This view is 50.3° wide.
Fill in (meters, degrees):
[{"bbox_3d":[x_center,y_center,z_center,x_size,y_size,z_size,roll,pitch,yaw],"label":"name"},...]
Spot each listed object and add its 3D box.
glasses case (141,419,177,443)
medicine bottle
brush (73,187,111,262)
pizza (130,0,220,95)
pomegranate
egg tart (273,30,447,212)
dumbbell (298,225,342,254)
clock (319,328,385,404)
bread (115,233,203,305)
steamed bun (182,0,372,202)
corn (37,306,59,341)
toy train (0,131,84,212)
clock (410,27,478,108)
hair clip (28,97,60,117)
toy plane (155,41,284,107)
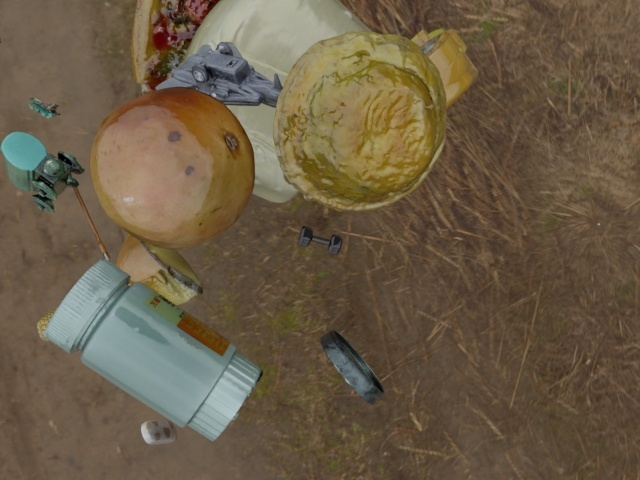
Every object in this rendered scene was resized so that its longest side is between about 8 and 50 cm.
[{"bbox_3d":[-0.454,0.540,1.921,0.041,0.164,0.063,-26,69,10],"label":"glasses case"},{"bbox_3d":[-0.262,0.180,1.097,0.318,0.158,0.158,35,105,-3],"label":"medicine bottle"},{"bbox_3d":[-0.510,-0.049,1.501,0.017,0.090,0.314,-25,85,-17],"label":"brush"},{"bbox_3d":[-0.261,-0.540,1.717,0.130,0.406,0.439,3,80,62],"label":"pizza"},{"bbox_3d":[-0.167,-0.079,0.782,0.191,0.191,0.191,1,91,22],"label":"pomegranate"},{"bbox_3d":[0.081,-0.172,1.065,0.319,0.319,0.128,-61,30,12],"label":"egg tart"},{"bbox_3d":[0.000,0.000,1.289,0.083,0.040,0.036,15,100,-9],"label":"dumbbell"},{"bbox_3d":[0.085,0.330,1.793,0.049,0.226,0.226,-41,76,2],"label":"clock"},{"bbox_3d":[-0.455,0.076,1.830,0.162,0.204,0.262,-45,34,-7],"label":"bread"},{"bbox_3d":[-0.120,-0.349,1.499,0.456,0.371,0.290,-57,27,3],"label":"steamed bun"},{"bbox_3d":[-0.716,0.210,2.083,0.106,0.305,0.106,26,132,32],"label":"corn"},{"bbox_3d":[-0.571,-0.142,1.369,0.159,0.248,0.101,37,70,-15],"label":"toy train"},{"bbox_3d":[0.266,-0.399,1.695,0.244,0.317,0.200,-40,101,21],"label":"clock"},{"bbox_3d":[-0.810,-0.386,1.985,0.173,0.049,0.049,24,101,41],"label":"hair clip"},{"bbox_3d":[-0.133,-0.264,1.128,0.267,0.088,0.212,17,54,30],"label":"toy plane"}]
